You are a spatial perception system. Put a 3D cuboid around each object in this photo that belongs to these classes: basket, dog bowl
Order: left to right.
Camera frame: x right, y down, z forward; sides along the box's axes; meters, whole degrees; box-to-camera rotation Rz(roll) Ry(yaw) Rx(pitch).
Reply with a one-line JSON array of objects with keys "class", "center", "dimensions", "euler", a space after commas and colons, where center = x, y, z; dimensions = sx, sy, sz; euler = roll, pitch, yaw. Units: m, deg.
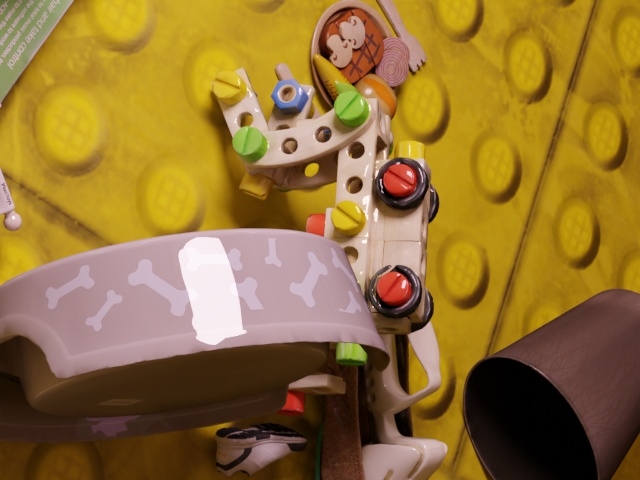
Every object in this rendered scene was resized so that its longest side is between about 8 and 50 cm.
[{"class": "dog bowl", "center": [-0.121, 0.081, 1.635], "dimensions": [0.348, 0.348, 0.102], "euler": [5, 70, -44]}, {"class": "basket", "center": [0.283, 0.160, 2.143], "dimensions": [0.227, 0.154, 0.204], "euler": [-36, 108, -43]}]

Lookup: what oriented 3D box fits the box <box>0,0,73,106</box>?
[{"class": "box", "center": [-0.330, -0.288, 1.647], "dimensions": [0.322, 0.058, 0.232], "euler": [48, 56, -29]}]

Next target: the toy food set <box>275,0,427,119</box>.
[{"class": "toy food set", "center": [0.043, -0.179, 2.009], "dimensions": [0.192, 0.038, 0.132], "euler": [-48, 119, -35]}]

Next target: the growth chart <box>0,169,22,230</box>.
[{"class": "growth chart", "center": [-0.341, -0.003, 1.608], "dimensions": [0.237, 0.021, 0.172], "euler": [-43, 127, -31]}]

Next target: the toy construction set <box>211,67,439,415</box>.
[{"class": "toy construction set", "center": [0.000, 0.000, 1.847], "dimensions": [0.151, 0.215, 0.328], "euler": [8, 82, -75]}]

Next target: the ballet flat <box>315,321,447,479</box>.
[{"class": "ballet flat", "center": [0.063, 0.160, 1.941], "dimensions": [0.116, 0.124, 0.342], "euler": [3, 85, -52]}]

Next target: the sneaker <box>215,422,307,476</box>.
[{"class": "sneaker", "center": [-0.059, 0.199, 1.887], "dimensions": [0.109, 0.040, 0.044], "euler": [0, 103, -41]}]
